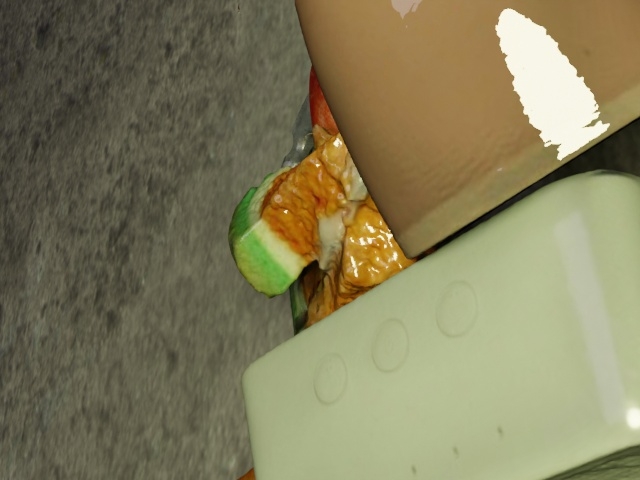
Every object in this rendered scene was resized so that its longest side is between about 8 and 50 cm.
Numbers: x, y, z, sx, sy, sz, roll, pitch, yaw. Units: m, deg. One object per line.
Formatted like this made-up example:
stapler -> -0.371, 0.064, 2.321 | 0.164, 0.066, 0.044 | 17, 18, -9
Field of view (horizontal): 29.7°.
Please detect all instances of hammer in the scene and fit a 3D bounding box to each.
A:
hammer -> 0.058, -0.126, 1.278 | 0.290, 0.037, 0.137 | 11, 81, 58

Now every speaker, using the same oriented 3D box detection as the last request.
speaker -> 0.119, 0.129, 0.897 | 0.406, 0.183, 0.184 | -34, 50, 40

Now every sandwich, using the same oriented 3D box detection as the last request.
sandwich -> 0.000, 0.000, 1.089 | 0.301, 0.162, 0.251 | 117, 151, -57

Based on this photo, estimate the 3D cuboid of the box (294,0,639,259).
box -> 0.131, -0.147, 0.885 | 0.301, 0.301, 0.216 | -35, 88, 40

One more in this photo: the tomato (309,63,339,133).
tomato -> 0.032, -0.151, 1.210 | 0.159, 0.091, 0.139 | -31, 47, 48

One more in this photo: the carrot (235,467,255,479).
carrot -> -0.067, 0.268, 1.167 | 0.193, 0.087, 0.087 | -46, 37, 26
